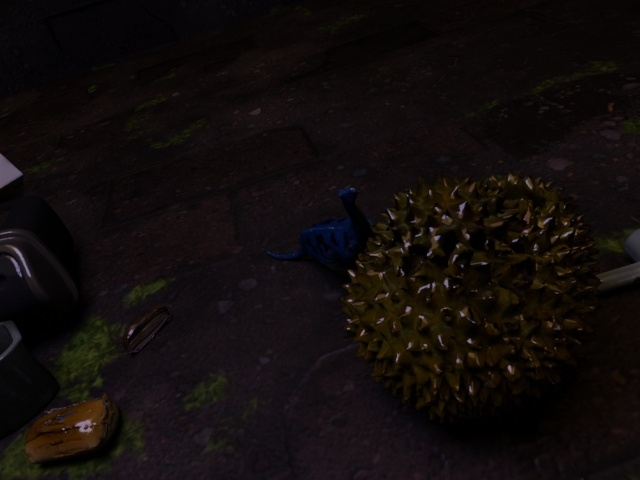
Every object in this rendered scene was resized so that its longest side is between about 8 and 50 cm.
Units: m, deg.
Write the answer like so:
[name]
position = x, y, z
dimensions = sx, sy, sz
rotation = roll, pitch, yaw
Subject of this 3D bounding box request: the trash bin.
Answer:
[trash bin]
position = -0.525, 0.054, 0.798
dimensions = 0.209, 0.182, 0.290
rotation = -29, 33, -8

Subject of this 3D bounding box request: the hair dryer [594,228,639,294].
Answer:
[hair dryer]
position = 0.372, 0.038, 0.590
dimensions = 0.137, 0.047, 0.082
rotation = -20, 36, 7

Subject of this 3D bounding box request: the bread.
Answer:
[bread]
position = -0.303, 0.230, 0.589
dimensions = 0.105, 0.053, 0.072
rotation = -17, 33, 8

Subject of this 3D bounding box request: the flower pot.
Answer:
[flower pot]
position = -0.479, 0.215, 0.630
dimensions = 0.229, 0.108, 0.103
rotation = -30, 39, -19

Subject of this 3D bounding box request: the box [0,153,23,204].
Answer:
[box]
position = -0.706, -0.057, 0.950
dimensions = 0.194, 0.111, 0.260
rotation = -51, 7, -36

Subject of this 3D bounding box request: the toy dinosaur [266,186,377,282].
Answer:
[toy dinosaur]
position = 0.031, 0.009, 0.683
dimensions = 0.329, 0.144, 0.076
rotation = -30, 40, 65

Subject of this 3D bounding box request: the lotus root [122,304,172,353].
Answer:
[lotus root]
position = -0.264, 0.128, 0.716
dimensions = 0.030, 0.037, 0.083
rotation = 10, 44, 36

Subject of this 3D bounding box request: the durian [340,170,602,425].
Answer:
[durian]
position = 0.165, 0.042, 0.510
dimensions = 0.292, 0.258, 0.258
rotation = -26, 37, -30
